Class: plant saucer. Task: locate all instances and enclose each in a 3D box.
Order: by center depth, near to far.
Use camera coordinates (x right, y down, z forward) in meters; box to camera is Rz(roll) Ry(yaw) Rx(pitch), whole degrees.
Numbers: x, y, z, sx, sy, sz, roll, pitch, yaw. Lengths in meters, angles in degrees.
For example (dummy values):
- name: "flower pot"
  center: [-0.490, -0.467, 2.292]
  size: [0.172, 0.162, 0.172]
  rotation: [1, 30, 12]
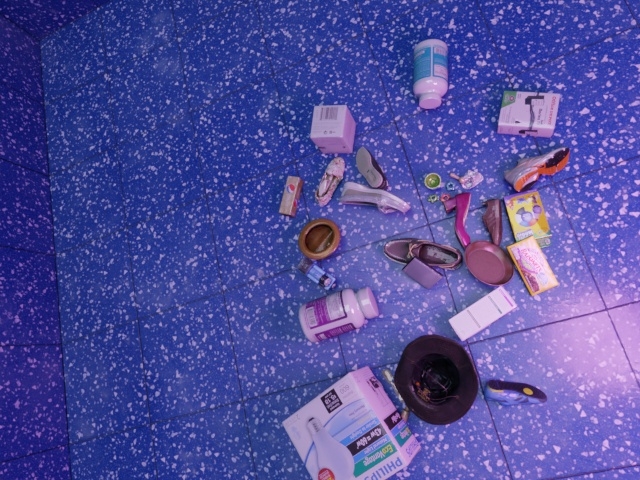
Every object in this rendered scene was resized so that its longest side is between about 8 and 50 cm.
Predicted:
- name: "plant saucer"
  center: [0.638, 0.091, 1.702]
  size: [0.198, 0.036, 0.199]
  rotation: [6, 57, -9]

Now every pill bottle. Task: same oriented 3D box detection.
- name: "pill bottle"
  center: [0.077, 0.296, 1.824]
  size: [0.301, 0.169, 0.170]
  rotation: [-21, 73, 14]
- name: "pill bottle"
  center: [0.470, -0.707, 1.909]
  size: [0.146, 0.146, 0.265]
  rotation: [0, 79, 19]

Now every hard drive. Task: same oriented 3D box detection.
- name: "hard drive"
  center: [0.404, 0.127, 1.771]
  size: [0.135, 0.022, 0.094]
  rotation: [35, 133, -1]

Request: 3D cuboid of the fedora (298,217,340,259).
- name: "fedora"
  center: [0.000, 0.000, 1.956]
  size: [0.194, 0.079, 0.195]
  rotation: [-4, 72, 12]

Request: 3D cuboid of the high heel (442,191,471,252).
- name: "high heel"
  center: [0.585, -0.074, 1.779]
  size: [0.117, 0.082, 0.244]
  rotation: [-20, 66, 10]

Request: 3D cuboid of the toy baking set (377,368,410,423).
- name: "toy baking set"
  center: [0.257, 0.654, 1.759]
  size: [0.196, 0.030, 0.257]
  rotation: [25, 88, 22]

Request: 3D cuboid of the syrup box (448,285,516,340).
- name: "syrup box"
  center: [0.610, 0.278, 1.681]
  size: [0.236, 0.093, 0.096]
  rotation: [-35, 69, 9]

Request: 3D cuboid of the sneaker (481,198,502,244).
- name: "sneaker"
  center: [0.675, -0.071, 1.758]
  size: [0.071, 0.066, 0.189]
  rotation: [-5, 71, 35]

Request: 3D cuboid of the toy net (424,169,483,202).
- name: "toy net"
  center: [0.551, -0.229, 1.834]
  size: [0.231, 0.045, 0.122]
  rotation: [-9, 76, 17]

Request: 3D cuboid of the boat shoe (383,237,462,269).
- name: "boat shoe"
  center: [0.407, 0.049, 1.798]
  size: [0.323, 0.096, 0.117]
  rotation: [11, 83, 21]

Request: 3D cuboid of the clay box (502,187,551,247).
- name: "clay box"
  center: [0.796, -0.076, 1.712]
  size: [0.127, 0.053, 0.222]
  rotation: [-15, 73, 16]

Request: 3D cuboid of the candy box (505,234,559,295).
- name: "candy box"
  center: [0.791, 0.093, 1.666]
  size: [0.105, 0.027, 0.206]
  rotation: [-27, 87, 11]

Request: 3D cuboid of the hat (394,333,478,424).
- name: "hat"
  center: [0.447, 0.507, 1.669]
  size: [0.330, 0.133, 0.332]
  rotation: [1, 91, 34]

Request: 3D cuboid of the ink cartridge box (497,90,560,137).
- name: "ink cartridge box"
  center: [0.826, -0.503, 1.774]
  size: [0.208, 0.087, 0.153]
  rotation: [10, 83, 20]

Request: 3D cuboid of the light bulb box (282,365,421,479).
- name: "light bulb box"
  center: [0.115, 0.732, 1.673]
  size: [0.358, 0.225, 0.361]
  rotation: [-41, 68, 14]

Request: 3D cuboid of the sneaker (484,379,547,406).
- name: "sneaker"
  center: [0.702, 0.564, 1.613]
  size: [0.209, 0.069, 0.082]
  rotation: [6, 113, 12]

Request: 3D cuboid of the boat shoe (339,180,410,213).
- name: "boat shoe"
  center: [0.229, -0.168, 1.902]
  size: [0.320, 0.118, 0.103]
  rotation: [21, 92, 26]

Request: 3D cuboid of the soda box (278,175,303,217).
- name: "soda box"
  center: [-0.135, -0.203, 2.062]
  size: [0.061, 0.058, 0.182]
  rotation: [11, 82, 21]

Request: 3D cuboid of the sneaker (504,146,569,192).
- name: "sneaker"
  center: [0.832, -0.299, 1.728]
  size: [0.262, 0.099, 0.121]
  rotation: [-30, 40, -3]

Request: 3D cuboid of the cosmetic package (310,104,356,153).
- name: "cosmetic package"
  center: [0.059, -0.492, 1.987]
  size: [0.151, 0.183, 0.152]
  rotation: [4, 79, 20]

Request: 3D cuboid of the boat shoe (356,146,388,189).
- name: "boat shoe"
  center: [0.225, -0.314, 1.958]
  size: [0.084, 0.079, 0.233]
  rotation: [-46, 52, 32]

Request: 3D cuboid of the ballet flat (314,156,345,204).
- name: "ballet flat"
  center: [0.043, -0.272, 2.005]
  size: [0.091, 0.077, 0.241]
  rotation: [19, 85, 23]

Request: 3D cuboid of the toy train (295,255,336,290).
- name: "toy train"
  center: [-0.017, 0.144, 1.922]
  size: [0.184, 0.105, 0.080]
  rotation: [36, 92, 22]
